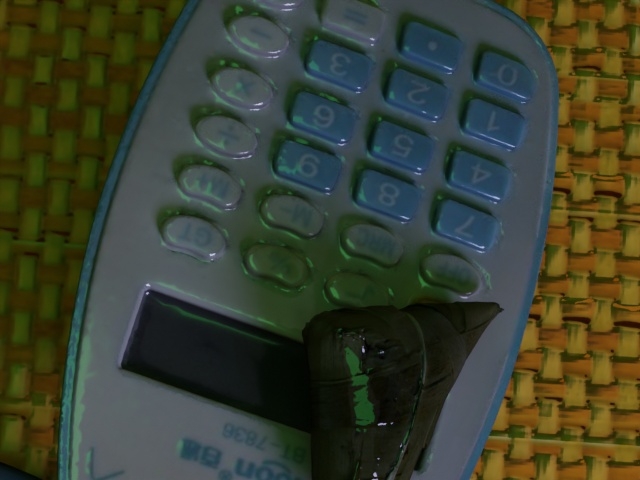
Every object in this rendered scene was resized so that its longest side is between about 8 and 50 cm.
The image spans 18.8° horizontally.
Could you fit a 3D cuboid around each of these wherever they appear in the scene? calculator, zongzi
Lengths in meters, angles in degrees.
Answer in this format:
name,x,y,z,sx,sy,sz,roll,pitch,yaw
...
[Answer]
name,x,y,z,sx,sy,sz,roll,pitch,yaw
calculator,0.000,0.000,1.105,0.256,0.054,0.386,20,77,-10
zongzi,0.053,0.111,1.053,0.130,0.062,0.154,-3,91,-38

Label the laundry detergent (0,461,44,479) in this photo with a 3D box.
name,x,y,z,sx,sy,sz,roll,pitch,yaw
laundry detergent,-0.100,0.236,1.056,0.289,0.094,0.143,26,61,-2
